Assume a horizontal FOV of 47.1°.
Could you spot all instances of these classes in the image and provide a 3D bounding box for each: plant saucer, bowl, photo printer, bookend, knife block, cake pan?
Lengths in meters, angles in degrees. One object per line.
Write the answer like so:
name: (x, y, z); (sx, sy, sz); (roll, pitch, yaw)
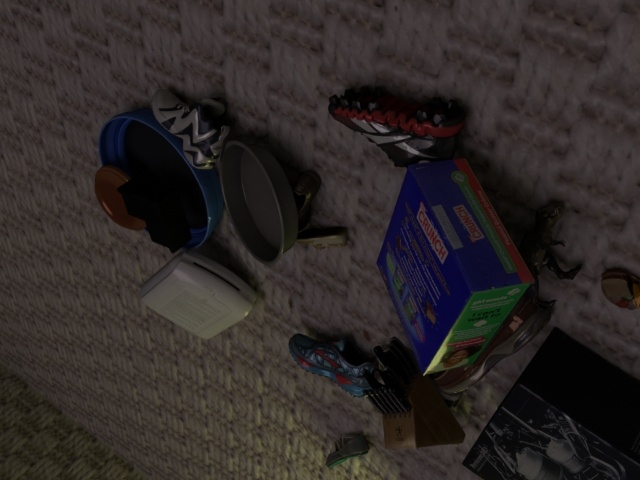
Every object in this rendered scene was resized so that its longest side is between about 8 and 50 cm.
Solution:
plant saucer: (-0.540, -0.108, 1.977); (0.200, 0.037, 0.200); (25, 136, 27)
bowl: (-0.409, -0.159, 1.901); (0.391, 0.077, 0.391); (25, 137, 26)
photo printer: (-0.333, 0.147, 2.020); (0.256, 0.107, 0.307); (34, 145, -16)
bookend: (-0.421, -0.067, 1.870); (0.156, 0.072, 0.157); (18, 134, 33)
knife block: (0.208, 0.343, 1.650); (0.088, 0.276, 0.242); (-15, 71, 41)
cake pan: (-0.139, -0.089, 1.656); (0.293, 0.054, 0.293); (41, 142, 43)

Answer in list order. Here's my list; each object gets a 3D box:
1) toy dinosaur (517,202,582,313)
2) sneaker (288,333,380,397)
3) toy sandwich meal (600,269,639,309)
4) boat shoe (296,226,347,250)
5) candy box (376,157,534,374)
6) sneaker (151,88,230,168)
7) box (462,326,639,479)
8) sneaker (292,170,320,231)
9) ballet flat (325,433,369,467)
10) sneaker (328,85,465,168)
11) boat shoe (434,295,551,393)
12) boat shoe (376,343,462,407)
toy dinosaur: (0.388, 0.058, 1.322); (0.118, 0.064, 0.268); (36, 119, 18)
sneaker: (0.041, 0.284, 1.864); (0.262, 0.104, 0.125); (24, 119, 21)
toy sandwich meal: (0.522, 0.089, 1.274); (0.085, 0.029, 0.085); (25, 137, 26)
boat shoe: (0.000, 0.000, 1.668); (0.135, 0.050, 0.045); (-1, 123, 37)
candy box: (0.223, 0.053, 1.327); (0.317, 0.122, 0.268); (101, 153, -56)
sneaker: (-0.283, -0.293, 1.666); (0.153, 0.094, 0.235); (-48, 61, 31)
box: (0.497, 0.404, 1.449); (0.312, 0.179, 0.343); (34, 140, 18)
sneaker: (-0.057, -0.076, 1.644); (0.066, 0.071, 0.188); (36, 140, 14)
ballet flat: (0.072, 0.602, 2.124); (0.213, 0.072, 0.068); (-43, 62, 51)
sneaker: (0.131, -0.200, 1.339); (0.276, 0.097, 0.135); (18, 131, 30)
boat shoe: (0.326, 0.200, 1.495); (0.116, 0.123, 0.324); (46, 132, 9)
boat shoe: (0.224, 0.322, 1.717); (0.219, 0.078, 0.070); (29, 137, 20)
